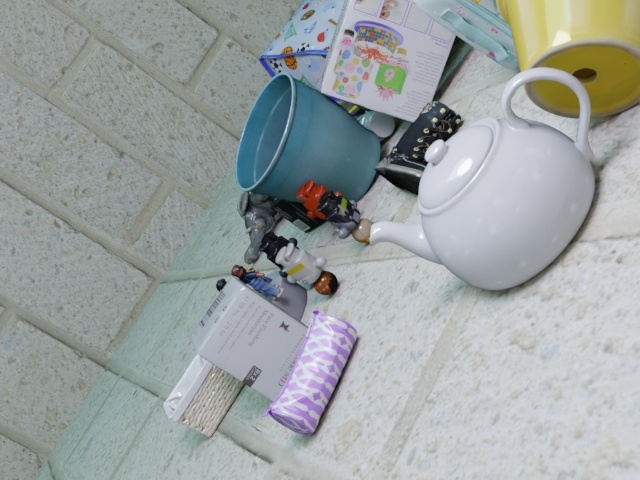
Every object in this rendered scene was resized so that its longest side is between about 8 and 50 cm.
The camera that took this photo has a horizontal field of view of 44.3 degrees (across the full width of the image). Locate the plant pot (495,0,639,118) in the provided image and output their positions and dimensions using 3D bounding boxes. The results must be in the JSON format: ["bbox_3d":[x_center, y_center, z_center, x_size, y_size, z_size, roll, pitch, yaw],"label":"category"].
[{"bbox_3d":[0.357,-0.307,1.053,0.254,0.254,0.239,-31,43,54],"label":"plant pot"}]

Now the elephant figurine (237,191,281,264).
[{"bbox_3d":[-0.168,-0.088,2.218,0.186,0.169,0.239,-30,-26,-51],"label":"elephant figurine"}]

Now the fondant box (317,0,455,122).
[{"bbox_3d":[0.157,-0.440,1.665,0.096,0.238,0.330,-114,41,-71],"label":"fondant box"}]

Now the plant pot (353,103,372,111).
[{"bbox_3d":[0.172,-0.452,1.844,0.275,0.275,0.293,-2,70,69],"label":"plant pot"}]

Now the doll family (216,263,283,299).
[{"bbox_3d":[-0.158,0.095,1.622,0.193,0.111,0.076,-39,23,42],"label":"doll family"}]

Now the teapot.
[{"bbox_3d":[0.221,-0.074,1.037,0.256,0.187,0.252,-59,17,-16],"label":"teapot"}]

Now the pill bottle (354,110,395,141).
[{"bbox_3d":[0.119,-0.267,1.876,0.078,0.078,0.137,-59,17,-13],"label":"pill bottle"}]

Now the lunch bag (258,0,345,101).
[{"bbox_3d":[0.076,-0.573,2.293,0.385,0.239,0.328,1,53,43],"label":"lunch bag"}]

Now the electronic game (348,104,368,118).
[{"bbox_3d":[0.076,-0.293,2.088,0.229,0.048,0.229,-47,19,22],"label":"electronic game"}]

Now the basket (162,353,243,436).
[{"bbox_3d":[-0.247,0.325,1.691,0.167,0.103,0.113,-57,17,-9],"label":"basket"}]

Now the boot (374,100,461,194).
[{"bbox_3d":[0.200,-0.178,1.474,0.178,0.085,0.236,-53,16,-1],"label":"boot"}]

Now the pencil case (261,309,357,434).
[{"bbox_3d":[-0.012,0.215,1.290,0.086,0.088,0.206,-31,29,58],"label":"pencil case"}]

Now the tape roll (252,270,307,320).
[{"bbox_3d":[-0.122,0.174,1.694,0.219,0.072,0.219,-48,17,20],"label":"tape roll"}]

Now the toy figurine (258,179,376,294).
[{"bbox_3d":[0.000,0.000,1.593,0.213,0.148,0.209,-54,22,-4],"label":"toy figurine"}]

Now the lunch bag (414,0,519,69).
[{"bbox_3d":[0.300,-0.440,1.379,0.108,0.279,0.224,-30,40,55],"label":"lunch bag"}]

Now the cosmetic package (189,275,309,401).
[{"bbox_3d":[-0.126,0.185,1.489,0.151,0.184,0.151,-56,15,-4],"label":"cosmetic package"}]

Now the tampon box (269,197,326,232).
[{"bbox_3d":[-0.026,-0.125,1.923,0.101,0.120,0.161,-29,30,54],"label":"tampon box"}]

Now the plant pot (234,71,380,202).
[{"bbox_3d":[-0.018,-0.201,1.752,0.271,0.255,0.271,-42,39,46],"label":"plant pot"}]
